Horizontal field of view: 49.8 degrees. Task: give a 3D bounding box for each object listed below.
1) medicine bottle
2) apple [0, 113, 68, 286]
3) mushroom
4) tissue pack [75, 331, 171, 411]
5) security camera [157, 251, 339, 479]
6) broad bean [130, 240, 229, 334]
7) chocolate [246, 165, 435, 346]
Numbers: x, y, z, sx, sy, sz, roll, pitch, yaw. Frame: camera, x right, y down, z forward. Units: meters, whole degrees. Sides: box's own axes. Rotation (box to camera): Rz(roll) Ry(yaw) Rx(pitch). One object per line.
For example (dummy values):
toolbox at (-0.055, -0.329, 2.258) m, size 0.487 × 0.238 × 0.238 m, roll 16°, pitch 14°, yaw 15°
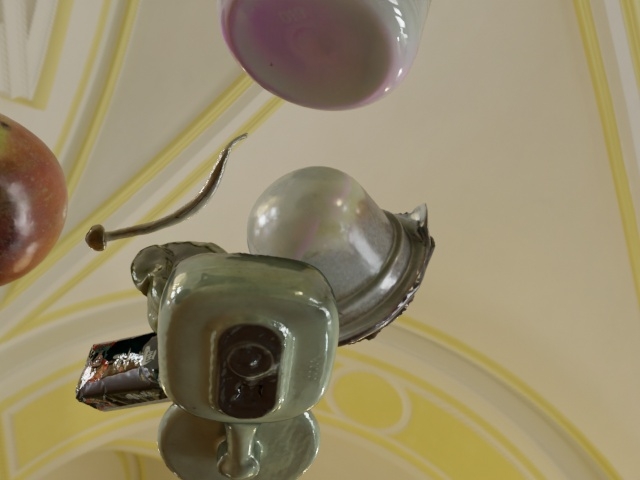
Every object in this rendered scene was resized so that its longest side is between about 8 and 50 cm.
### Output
medicine bottle at (0.028, -0.362, 0.905) m, size 0.256 × 0.325 × 0.256 m, roll 13°, pitch -31°, yaw 8°
apple at (-0.633, -0.071, 1.225) m, size 0.348 × 0.277 × 0.349 m, roll -5°, pitch -70°, yaw -15°
mushroom at (-0.230, -0.065, 1.097) m, size 0.306 × 0.043 × 0.068 m, roll -31°, pitch -57°, yaw -6°
tissue pack at (-0.281, 0.201, 1.063) m, size 0.170 × 0.103 × 0.090 m, roll -13°, pitch -40°, yaw 24°
security camera at (-0.068, 0.145, 0.608) m, size 0.157 × 0.080 × 0.302 m, roll 2°, pitch -55°, yaw -8°
broad bean at (-0.197, 0.053, 0.998) m, size 0.153 × 0.207 × 0.072 m, roll -2°, pitch -54°, yaw -12°
chocolate at (0.006, -0.003, 0.716) m, size 0.221 × 0.221 × 0.147 m, roll -6°, pitch -48°, yaw 27°
